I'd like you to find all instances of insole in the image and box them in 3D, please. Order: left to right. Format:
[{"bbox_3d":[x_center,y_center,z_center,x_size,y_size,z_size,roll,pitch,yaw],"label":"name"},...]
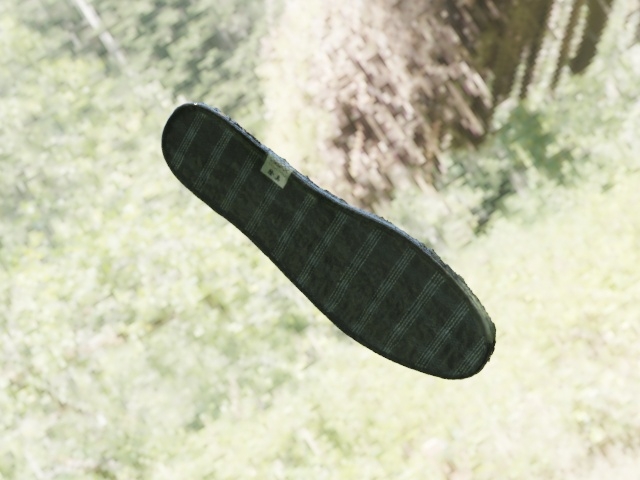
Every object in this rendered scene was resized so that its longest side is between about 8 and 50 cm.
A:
[{"bbox_3d":[0.000,0.000,1.048,0.012,0.309,0.110,-34,-21,-51],"label":"insole"}]
